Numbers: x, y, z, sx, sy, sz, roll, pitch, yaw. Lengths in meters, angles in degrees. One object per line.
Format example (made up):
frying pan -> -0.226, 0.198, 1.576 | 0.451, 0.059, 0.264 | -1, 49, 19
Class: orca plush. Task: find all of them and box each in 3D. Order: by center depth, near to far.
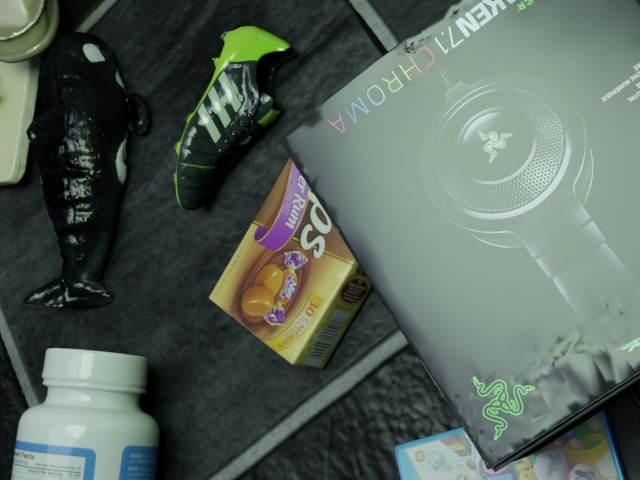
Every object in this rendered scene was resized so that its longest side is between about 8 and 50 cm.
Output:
orca plush -> -0.263, -0.080, 0.987 | 0.151, 0.102, 0.287 | 6, 82, 32

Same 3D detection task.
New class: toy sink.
toy sink -> -0.432, -0.139, 1.075 | 0.234, 0.131, 0.152 | -1, 79, 36

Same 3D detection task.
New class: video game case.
video game case -> 0.141, 0.188, 0.732 | 0.166, 0.015, 0.119 | -22, 69, 26

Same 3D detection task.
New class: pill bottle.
pill bottle -> -0.205, 0.209, 0.874 | 0.124, 0.124, 0.221 | -1, 78, 31

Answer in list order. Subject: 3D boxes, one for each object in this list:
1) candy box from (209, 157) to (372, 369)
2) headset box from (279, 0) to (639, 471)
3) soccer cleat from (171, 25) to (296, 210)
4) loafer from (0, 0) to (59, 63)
candy box -> 0.000, 0.000, 0.839 | 0.109, 0.053, 0.186 | 35, 99, 32
headset box -> 0.156, -0.017, 0.671 | 0.246, 0.131, 0.283 | -36, 72, 14
soccer cleat -> -0.079, -0.107, 0.911 | 0.072, 0.060, 0.179 | 21, 90, 20
loafer -> -0.347, -0.302, 1.014 | 0.102, 0.092, 0.268 | -26, 75, 3
